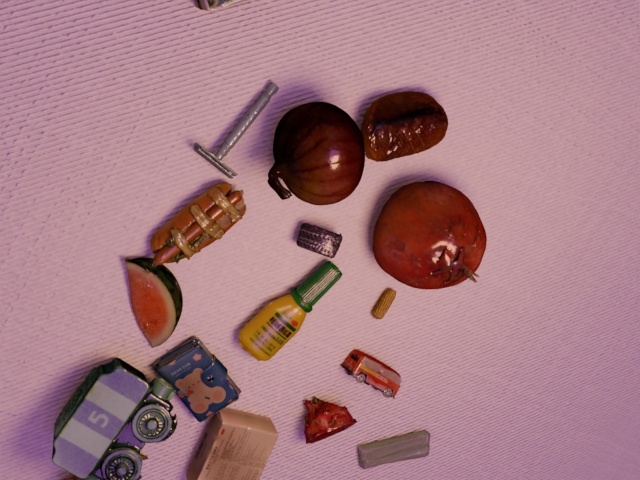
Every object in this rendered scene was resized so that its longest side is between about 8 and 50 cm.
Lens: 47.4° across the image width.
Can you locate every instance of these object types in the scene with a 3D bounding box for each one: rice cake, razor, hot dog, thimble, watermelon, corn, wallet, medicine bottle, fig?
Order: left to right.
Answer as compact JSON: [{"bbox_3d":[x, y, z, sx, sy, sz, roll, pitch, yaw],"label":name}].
[{"bbox_3d":[-0.388,0.141,1.720,0.119,0.063,0.245,-8,118,3],"label":"watermelon"},{"bbox_3d":[-0.283,-0.032,1.683,0.269,0.072,0.109,-40,114,-4],"label":"hot dog"},{"bbox_3d":[-0.302,0.346,1.819,0.141,0.059,0.202,-32,115,1],"label":"wallet"},{"bbox_3d":[-0.175,-0.262,1.648,0.106,0.068,0.232,38,89,-27],"label":"razor"},{"bbox_3d":[-0.071,0.171,1.829,0.309,0.076,0.111,-45,118,-1],"label":"medicine bottle"},{"bbox_3d":[-0.009,-0.195,1.628,0.214,0.235,0.235,6,107,-17],"label":"fig"},{"bbox_3d":[-0.002,-0.001,1.784,0.104,0.095,0.066,20,93,12],"label":"thimble"},{"bbox_3d":[0.169,0.168,1.934,0.037,0.037,0.092,29,95,-26],"label":"corn"},{"bbox_3d":[0.212,0.606,2.104,0.221,0.042,0.080,-8,116,-18],"label":"rice cake"},{"bbox_3d":[0.195,-0.271,1.749,0.227,0.099,0.160,-10,112,-17],"label":"hot dog"}]

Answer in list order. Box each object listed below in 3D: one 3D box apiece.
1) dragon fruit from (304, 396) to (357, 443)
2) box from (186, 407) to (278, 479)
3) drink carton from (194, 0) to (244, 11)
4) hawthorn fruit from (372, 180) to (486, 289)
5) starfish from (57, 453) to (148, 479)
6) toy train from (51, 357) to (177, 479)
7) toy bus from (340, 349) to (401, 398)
[{"bbox_3d":[0.014,0.469,1.960,0.153,0.153,0.111,-18,73,-13],"label":"dragon fruit"},{"bbox_3d":[-0.231,0.556,1.899,0.168,0.095,0.212,20,101,-26],"label":"box"},{"bbox_3d":[-0.195,-0.648,1.458,0.194,0.132,0.324,-20,116,-13],"label":"drink carton"},{"bbox_3d":[0.288,0.008,1.776,0.276,0.307,0.276,-16,123,-25],"label":"hawthorn fruit"},{"bbox_3d":[-0.536,0.575,1.827,0.247,0.050,0.138,20,101,-32],"label":"starfish"},{"bbox_3d":[-0.484,0.431,1.712,0.238,0.167,0.299,38,79,-16],"label":"toy train"},{"bbox_3d":[0.145,0.361,1.975,0.174,0.079,0.077,32,86,-26],"label":"toy bus"}]
